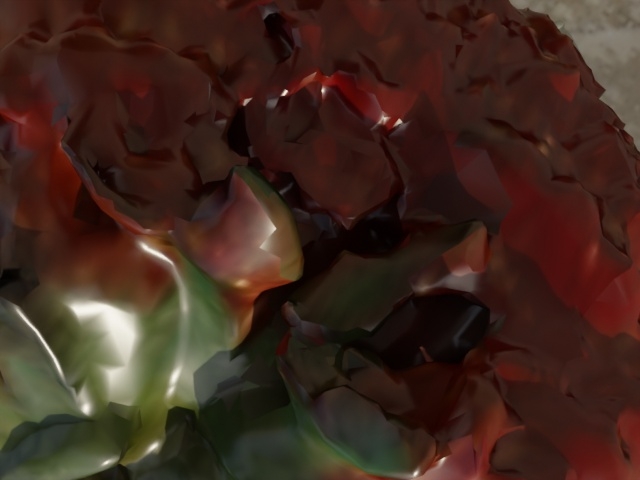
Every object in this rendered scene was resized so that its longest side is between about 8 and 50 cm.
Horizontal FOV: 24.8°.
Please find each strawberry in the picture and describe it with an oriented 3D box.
[{"bbox_3d":[0.000,0.000,0.545,0.312,0.351,0.267,29,123,-5],"label":"strawberry"}]

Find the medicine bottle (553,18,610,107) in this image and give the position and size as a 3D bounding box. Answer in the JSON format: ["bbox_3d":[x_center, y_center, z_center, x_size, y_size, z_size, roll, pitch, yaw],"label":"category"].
[{"bbox_3d":[0.196,-0.133,1.205,0.089,0.057,0.057,60,161,-4],"label":"medicine bottle"}]
